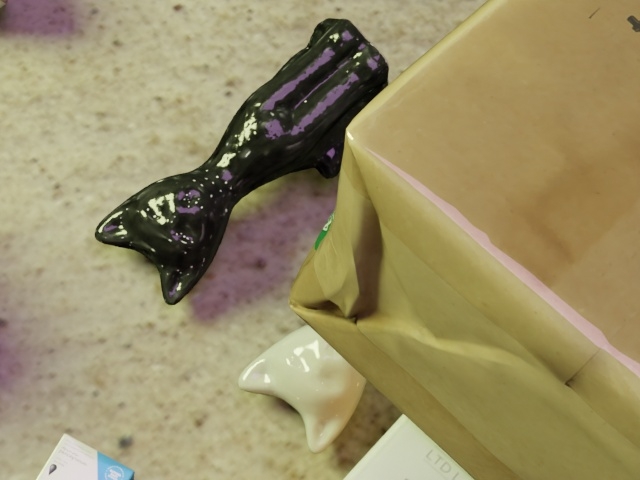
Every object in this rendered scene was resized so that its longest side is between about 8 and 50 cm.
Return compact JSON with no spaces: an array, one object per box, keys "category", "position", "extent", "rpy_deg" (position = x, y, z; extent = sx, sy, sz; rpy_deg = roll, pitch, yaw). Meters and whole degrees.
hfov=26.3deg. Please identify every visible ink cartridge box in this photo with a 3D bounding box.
[{"category":"ink cartridge box","position":[-0.148,0.160,0.785],"extent":[0.048,0.028,0.083],"rpy_deg":[27,63,2]}]

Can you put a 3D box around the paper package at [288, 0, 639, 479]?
[{"category":"paper package","position":[0.203,-0.008,0.605],"extent":[0.309,0.168,0.325],"rpy_deg":[41,65,12]}]

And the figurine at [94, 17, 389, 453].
[{"category":"figurine","position":[0.000,0.000,0.868],"extent":[0.209,0.092,0.215],"rpy_deg":[-41,79,-17]}]

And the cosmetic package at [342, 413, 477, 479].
[{"category":"cosmetic package","position":[0.185,0.071,0.784],"extent":[0.161,0.230,0.453],"rpy_deg":[42,63,10]}]

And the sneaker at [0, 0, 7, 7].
[{"category":"sneaker","position":[-0.296,-0.244,0.917],"extent":[0.104,0.095,0.236],"rpy_deg":[-23,70,-7]}]
